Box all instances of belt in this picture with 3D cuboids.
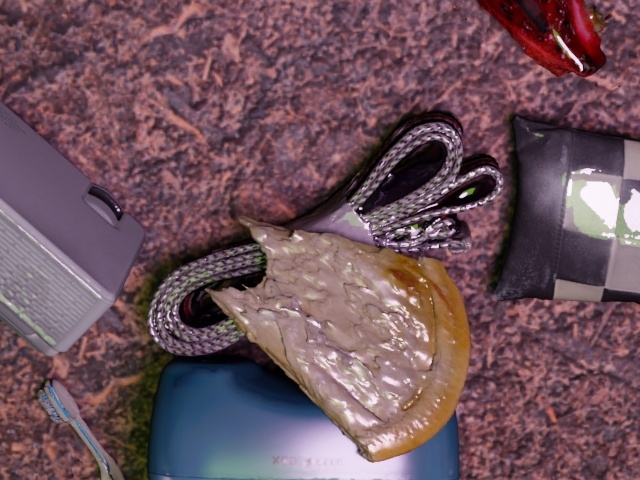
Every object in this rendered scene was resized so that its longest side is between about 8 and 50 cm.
[{"bbox_3d":[0.000,0.000,1.535,0.360,0.094,0.126,-27,101,8],"label":"belt"}]

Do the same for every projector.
[{"bbox_3d":[-0.291,-0.030,1.479,0.257,0.192,0.099,42,109,-11],"label":"projector"}]

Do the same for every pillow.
[{"bbox_3d":[0.290,-0.017,1.518,0.250,0.106,0.186,7,108,3],"label":"pillow"}]

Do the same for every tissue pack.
[{"bbox_3d":[-0.017,0.212,1.538,0.287,0.198,0.206,3,90,-3],"label":"tissue pack"}]

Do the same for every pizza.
[{"bbox_3d":[0.021,0.064,1.454,0.262,0.034,0.181,38,74,6],"label":"pizza"}]

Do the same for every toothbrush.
[{"bbox_3d":[-0.200,0.260,1.658,0.028,0.026,0.294,-25,107,28],"label":"toothbrush"}]

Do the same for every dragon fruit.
[{"bbox_3d":[0.196,-0.230,1.448,0.092,0.122,0.192,-40,101,-3],"label":"dragon fruit"}]
